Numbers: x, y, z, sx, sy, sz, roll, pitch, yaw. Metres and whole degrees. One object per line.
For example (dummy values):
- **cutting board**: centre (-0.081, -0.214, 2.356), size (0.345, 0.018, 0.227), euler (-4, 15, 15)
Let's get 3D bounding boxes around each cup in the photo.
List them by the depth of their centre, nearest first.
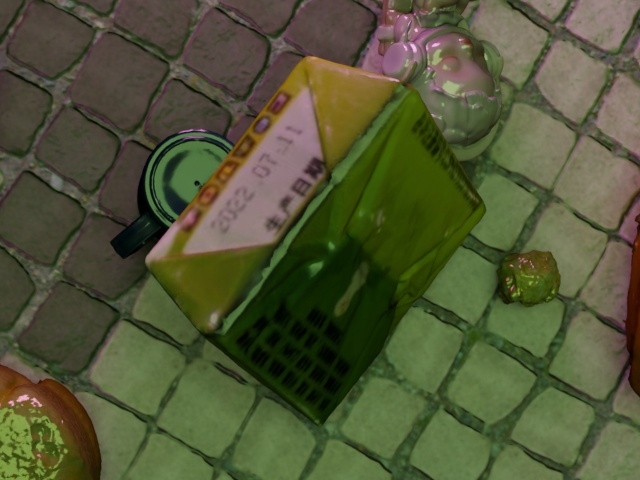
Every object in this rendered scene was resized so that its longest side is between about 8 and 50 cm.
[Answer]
- **cup**: centre (-0.133, -0.035, 1.533), size (0.113, 0.138, 0.150), euler (22, 84, -5)

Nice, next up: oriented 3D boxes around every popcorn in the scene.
- **popcorn**: centre (0.223, 0.040, 1.613), size (0.083, 0.068, 0.059), euler (-20, 100, -39)

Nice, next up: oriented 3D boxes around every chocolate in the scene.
- **chocolate**: centre (0.000, 0.000, 1.474), size (0.137, 0.301, 0.288), euler (35, 83, 27)

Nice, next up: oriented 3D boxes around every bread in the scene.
- **bread**: centre (-0.346, 0.243, 1.490), size (0.270, 0.148, 0.269), euler (0, 88, -3)

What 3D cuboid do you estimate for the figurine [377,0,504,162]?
- **figurine**: centre (0.131, -0.187, 1.570), size (0.163, 0.141, 0.236), euler (2, 85, -42)

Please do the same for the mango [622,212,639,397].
- **mango**: centre (0.421, 0.001, 1.568), size (0.199, 0.201, 0.350), euler (24, 109, 28)
